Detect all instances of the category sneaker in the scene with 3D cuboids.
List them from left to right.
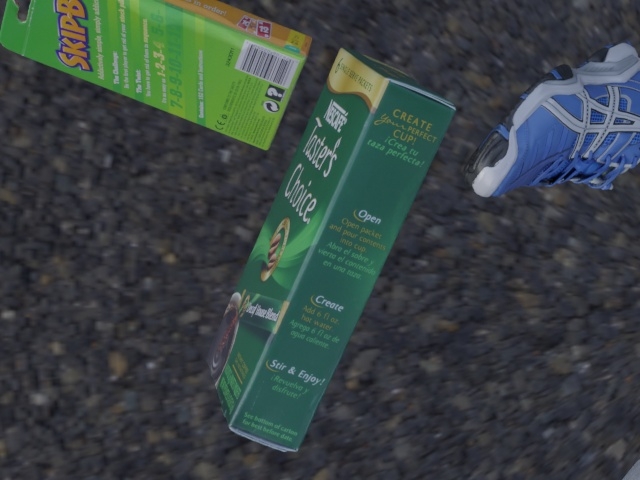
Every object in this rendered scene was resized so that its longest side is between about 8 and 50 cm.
[{"bbox_3d":[0.179,-0.074,1.204,0.081,0.211,0.080,51,138,10],"label":"sneaker"}]

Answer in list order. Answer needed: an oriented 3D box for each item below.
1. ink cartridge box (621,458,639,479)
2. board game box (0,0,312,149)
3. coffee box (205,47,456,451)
[{"bbox_3d":[0.393,0.252,1.274,0.324,0.330,0.071,38,71,4],"label":"ink cartridge box"},{"bbox_3d":[-0.147,-0.173,1.527,0.259,0.039,0.124,19,138,-6],"label":"board game box"},{"bbox_3d":[0.000,0.000,0.865,0.040,0.113,0.184,22,100,-15],"label":"coffee box"}]
